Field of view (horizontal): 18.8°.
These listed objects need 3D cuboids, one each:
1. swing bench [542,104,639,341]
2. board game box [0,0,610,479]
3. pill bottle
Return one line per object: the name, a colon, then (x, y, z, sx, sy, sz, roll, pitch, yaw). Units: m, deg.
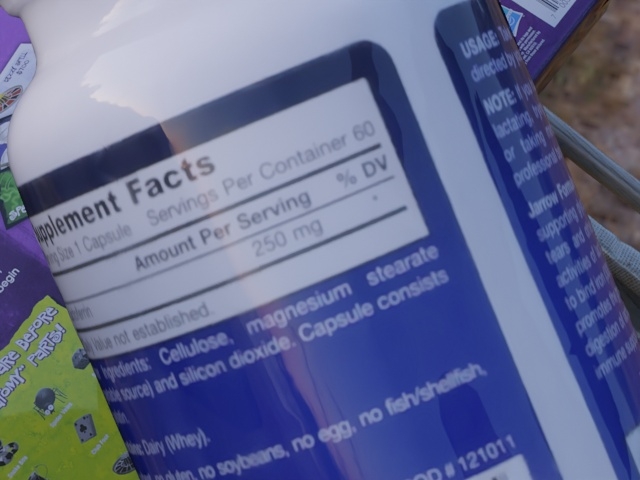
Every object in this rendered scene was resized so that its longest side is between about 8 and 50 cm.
swing bench: (0.118, 0.096, 0.899, 0.253, 0.165, 0.254, 36, 32, -10)
board game box: (-0.068, -0.029, 0.729, 0.208, 0.056, 0.347, 37, 74, 8)
pill bottle: (0.000, 0.000, 0.571, 0.153, 0.264, 0.153, -22, 3, 1)
